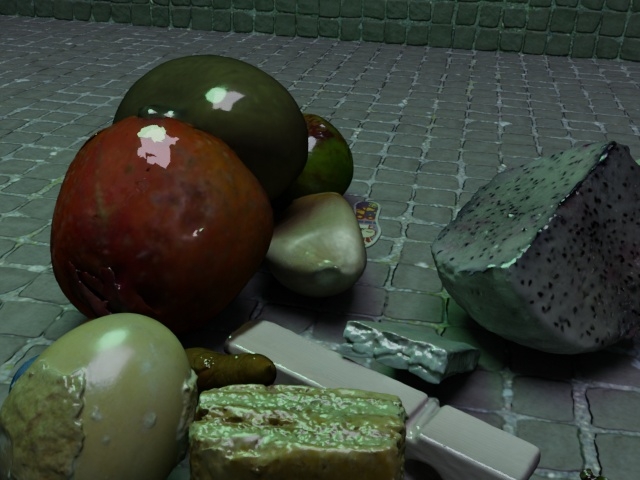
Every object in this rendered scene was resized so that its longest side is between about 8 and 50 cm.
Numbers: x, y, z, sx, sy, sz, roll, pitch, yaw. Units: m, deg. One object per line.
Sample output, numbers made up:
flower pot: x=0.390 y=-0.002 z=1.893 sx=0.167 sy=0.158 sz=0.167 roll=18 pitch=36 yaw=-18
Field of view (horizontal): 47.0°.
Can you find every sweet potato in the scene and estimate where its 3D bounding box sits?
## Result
sweet potato: x=-0.125 y=0.139 z=0.749 sx=0.274 sy=0.067 sz=0.067 roll=-16 pitch=8 yaw=44

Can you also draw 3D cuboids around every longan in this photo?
longan: x=-0.166 y=-0.156 z=1.096 sx=0.300 sy=0.243 sz=0.300 roll=-6 pitch=-5 yaw=-1

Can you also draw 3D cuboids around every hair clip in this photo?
hair clip: x=0.047 y=0.180 z=0.735 sx=0.331 sy=0.101 sz=0.085 roll=19 pitch=25 yaw=28

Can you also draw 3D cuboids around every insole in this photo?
insole: x=0.076 y=-0.030 z=1.272 sx=0.065 sy=0.004 sz=0.197 roll=6 pitch=26 yaw=8

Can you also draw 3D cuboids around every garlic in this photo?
garlic: x=-0.009 y=0.004 z=1.075 sx=0.143 sy=0.112 sz=0.318 roll=-19 pitch=27 yaw=5

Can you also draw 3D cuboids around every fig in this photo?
fig: x=-0.030 y=-0.131 z=1.298 sx=0.191 sy=0.181 sz=0.181 roll=12 pitch=15 yaw=-40

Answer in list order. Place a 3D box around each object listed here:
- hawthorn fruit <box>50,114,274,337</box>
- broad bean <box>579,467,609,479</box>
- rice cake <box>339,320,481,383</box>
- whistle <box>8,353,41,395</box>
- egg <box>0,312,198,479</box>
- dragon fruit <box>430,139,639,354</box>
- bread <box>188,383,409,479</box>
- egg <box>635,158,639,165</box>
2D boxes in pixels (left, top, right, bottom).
hawthorn fruit: x=-0.214 y=0.013 z=0.902 sx=0.276 sy=0.276 sz=0.307 roll=11 pitch=55 yaw=17
broad bean: x=0.364 y=0.250 z=0.663 sx=0.256 sy=0.052 sz=0.052 roll=6 pitch=62 yaw=6
rice cake: x=0.110 y=0.122 z=0.829 sx=0.124 sy=0.038 sz=0.211 roll=15 pitch=-1 yaw=18
whistle: x=-0.271 y=0.149 z=0.774 sx=0.090 sy=0.090 sz=0.158 roll=9 pitch=27 yaw=13
egg: x=-0.198 y=0.160 z=0.655 sx=0.164 sy=0.164 sz=0.201 roll=19 pitch=71 yaw=31
dragon fruit: x=0.295 y=0.030 z=0.966 sx=0.283 sy=0.204 sz=0.221 roll=-44 pitch=19 yaw=-27
bread: x=-0.022 y=0.205 z=0.633 sx=0.196 sy=0.138 sz=0.102 roll=5 pitch=16 yaw=6
egg: x=0.575 y=-0.084 z=1.282 sx=0.164 sy=0.131 sz=0.131 roll=-9 pitch=25 yaw=8
